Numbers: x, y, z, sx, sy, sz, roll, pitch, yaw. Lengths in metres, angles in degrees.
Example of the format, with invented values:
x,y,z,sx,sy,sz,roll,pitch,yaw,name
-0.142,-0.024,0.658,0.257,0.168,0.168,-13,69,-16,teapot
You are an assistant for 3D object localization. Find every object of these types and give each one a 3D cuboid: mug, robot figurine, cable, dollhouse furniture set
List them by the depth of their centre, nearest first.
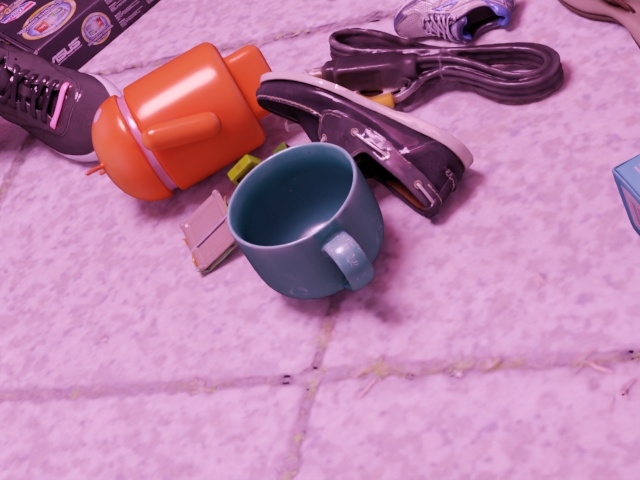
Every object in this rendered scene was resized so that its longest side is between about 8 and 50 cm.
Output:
x,y,z,sx,sy,sz,roll,pitch,yaw,name
-0.008,-0.001,1.145,0.129,0.097,0.158,-15,43,18,mug
-0.067,-0.030,1.270,0.151,0.058,0.076,-44,45,15,dollhouse furniture set
0.106,-0.167,1.297,0.287,0.072,0.139,-1,40,15,cable
-0.146,-0.124,1.331,0.219,0.128,0.158,-30,47,2,robot figurine

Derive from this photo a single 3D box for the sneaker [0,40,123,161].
x,y,z,sx,sy,sz,roll,pitch,yaw,name
-0.351,-0.172,1.466,0.295,0.147,0.105,27,98,42,sneaker

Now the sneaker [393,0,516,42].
x,y,z,sx,sy,sz,roll,pitch,yaw,name
0.139,-0.235,1.330,0.135,0.052,0.058,-12,48,22,sneaker

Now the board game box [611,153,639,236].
x,y,z,sx,sy,sz,roll,pitch,yaw,name
0.428,-0.044,0.933,0.336,0.079,0.254,-29,40,2,board game box

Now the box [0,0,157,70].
x,y,z,sx,sy,sz,roll,pitch,yaw,name
-0.318,-0.341,1.712,0.270,0.060,0.216,-43,41,-14,box

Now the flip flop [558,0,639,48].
x,y,z,sx,sy,sz,roll,pitch,yaw,name
0.303,-0.253,1.222,0.112,0.080,0.277,-31,40,0,flip flop

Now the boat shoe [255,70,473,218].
x,y,z,sx,sy,sz,roll,pitch,yaw,name
0.027,-0.096,1.204,0.233,0.084,0.079,27,82,24,boat shoe
